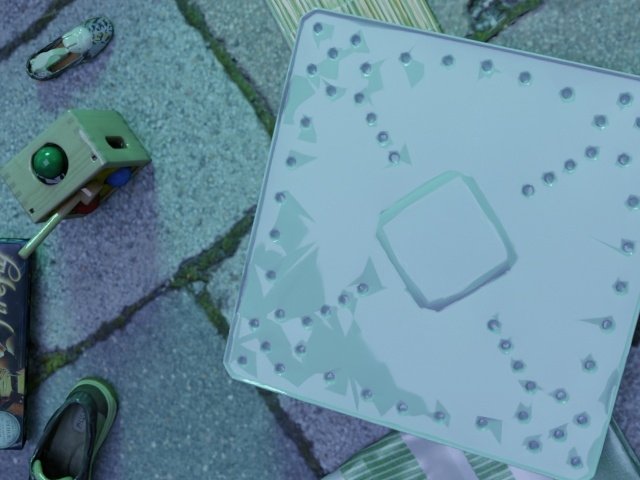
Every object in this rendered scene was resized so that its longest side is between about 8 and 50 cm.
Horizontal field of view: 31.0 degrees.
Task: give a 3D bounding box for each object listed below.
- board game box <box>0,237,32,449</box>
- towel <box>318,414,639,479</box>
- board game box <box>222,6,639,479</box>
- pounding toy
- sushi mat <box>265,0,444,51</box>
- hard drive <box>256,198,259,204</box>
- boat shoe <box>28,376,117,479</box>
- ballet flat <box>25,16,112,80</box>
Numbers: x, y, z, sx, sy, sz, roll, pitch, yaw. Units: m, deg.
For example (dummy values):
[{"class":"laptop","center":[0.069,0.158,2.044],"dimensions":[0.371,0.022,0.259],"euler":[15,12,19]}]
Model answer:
[{"class":"board game box","center":[-0.419,0.117,1.326],"dimensions":[0.165,0.042,0.243],"euler":[2,96,-8]},{"class":"towel","center":[0.173,0.284,1.192],"dimensions":[0.325,0.038,0.248],"euler":[-32,85,18]},{"class":"board game box","center":[0.126,0.000,1.147],"dimensions":[0.390,0.050,0.389],"euler":[15,97,15]},{"class":"pounding toy","center":[-0.268,-0.062,1.243],"dimensions":[0.130,0.141,0.100],"euler":[-37,84,17]},{"class":"sushi mat","center":[0.055,-0.190,1.194],"dimensions":[0.151,0.019,0.316],"euler":[-28,87,19]},{"class":"hard drive","center":[0.000,0.000,1.227],"dimensions":[0.094,0.022,0.135],"euler":[-24,88,18]},{"class":"boat shoe","center":[-0.300,0.263,1.319],"dimensions":[0.080,0.073,0.223],"euler":[25,102,14]},{"class":"ballet flat","center":[-0.283,-0.212,1.287],"dimensions":[0.114,0.041,0.041],"euler":[-29,86,18]}]
